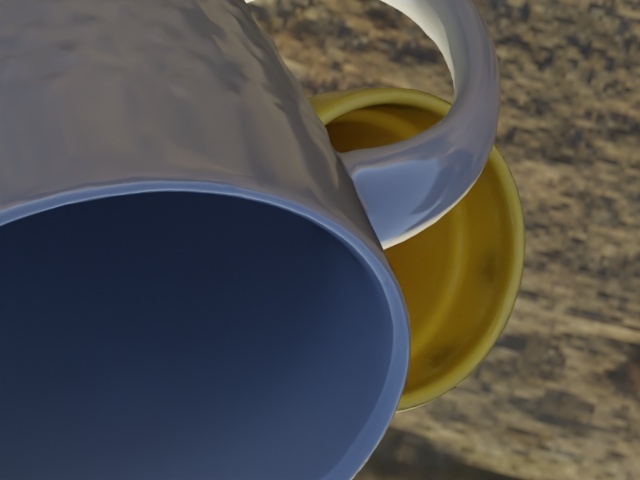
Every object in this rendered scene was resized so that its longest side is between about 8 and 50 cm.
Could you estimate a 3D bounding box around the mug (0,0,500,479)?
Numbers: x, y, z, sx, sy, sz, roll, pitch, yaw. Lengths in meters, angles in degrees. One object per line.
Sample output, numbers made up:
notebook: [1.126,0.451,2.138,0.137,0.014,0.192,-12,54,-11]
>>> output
mug: [-0.096,-0.045,0.808,0.374,0.328,0.276,-20,138,-6]

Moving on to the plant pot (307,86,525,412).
plant pot: [0.000,0.000,1.391,0.254,0.254,0.239,34,168,-27]
